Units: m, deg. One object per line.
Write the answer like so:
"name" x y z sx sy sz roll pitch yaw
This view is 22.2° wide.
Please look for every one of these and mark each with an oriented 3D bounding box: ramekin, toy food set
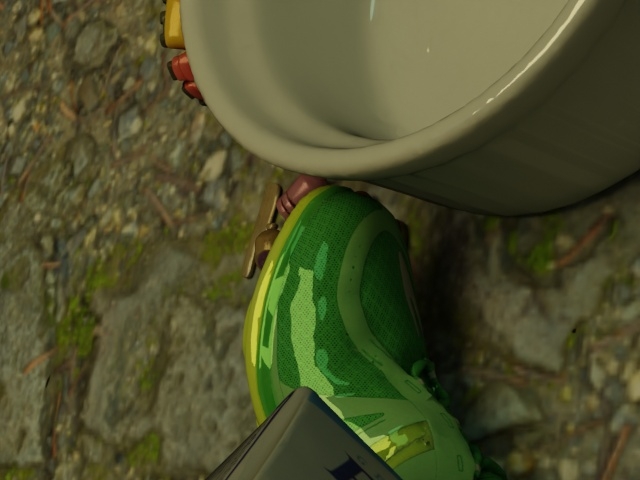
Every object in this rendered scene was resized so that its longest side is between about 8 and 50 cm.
"ramekin" 0.074 -0.144 0.764 0.277 0.135 0.277 -18 62 38
"toy food set" 0.000 0.000 0.864 0.122 0.019 0.078 11 83 45

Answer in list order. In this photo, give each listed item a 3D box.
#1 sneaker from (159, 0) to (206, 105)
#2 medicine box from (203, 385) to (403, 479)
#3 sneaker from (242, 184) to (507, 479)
"sneaker" -0.023 -0.186 0.924 0.093 0.088 0.225 -3 76 29
"medicine box" -0.021 0.254 0.605 0.263 0.149 0.289 45 113 0
"sneaker" 0.044 0.114 0.730 0.123 0.109 0.295 -18 70 31
